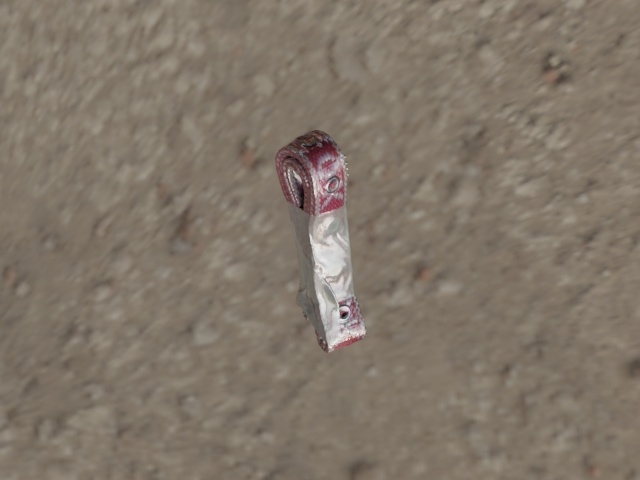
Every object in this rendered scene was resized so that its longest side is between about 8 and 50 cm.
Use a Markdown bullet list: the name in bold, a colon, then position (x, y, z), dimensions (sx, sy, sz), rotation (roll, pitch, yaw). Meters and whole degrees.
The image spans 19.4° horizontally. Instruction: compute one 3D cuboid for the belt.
- **belt**: position (0.000, 0.000, 1.811), dimensions (0.053, 0.071, 0.232), rotation (-30, 127, -31)
